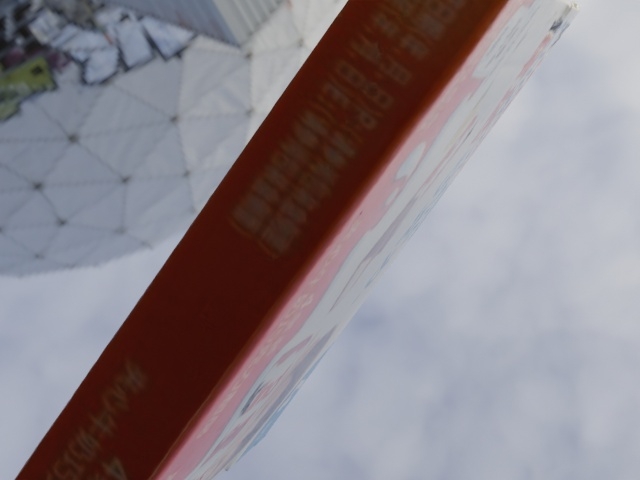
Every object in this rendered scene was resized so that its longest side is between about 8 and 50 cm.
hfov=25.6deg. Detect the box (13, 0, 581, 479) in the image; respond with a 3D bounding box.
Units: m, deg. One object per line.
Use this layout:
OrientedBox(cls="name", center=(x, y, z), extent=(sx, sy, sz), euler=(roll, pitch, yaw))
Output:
OrientedBox(cls="box", center=(0.000, 0.000, 0.570), extent=(0.048, 0.265, 0.273), euler=(37, -75, 7))
